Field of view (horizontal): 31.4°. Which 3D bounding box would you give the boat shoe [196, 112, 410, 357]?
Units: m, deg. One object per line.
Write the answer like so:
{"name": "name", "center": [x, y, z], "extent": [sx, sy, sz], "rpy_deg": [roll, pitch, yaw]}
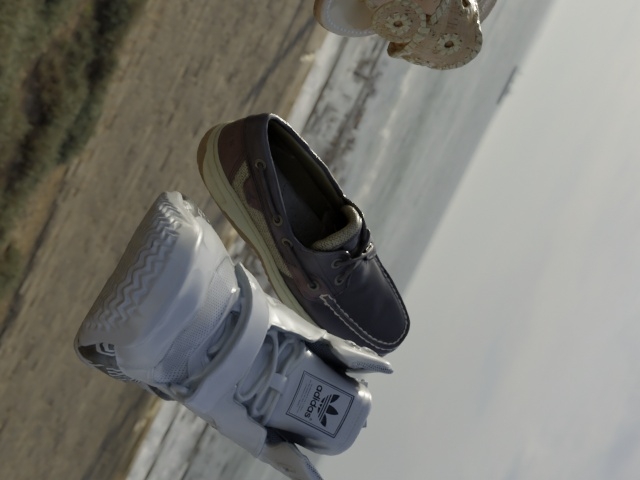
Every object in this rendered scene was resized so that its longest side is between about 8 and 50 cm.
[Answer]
{"name": "boat shoe", "center": [0.000, 0.000, 1.069], "extent": [0.092, 0.285, 0.103], "rpy_deg": [-17, -154, 49]}

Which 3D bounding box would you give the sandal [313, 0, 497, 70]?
{"name": "sandal", "center": [0.092, -0.162, 0.823], "extent": [0.088, 0.079, 0.240], "rpy_deg": [-54, 161, 25]}

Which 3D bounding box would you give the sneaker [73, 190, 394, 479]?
{"name": "sneaker", "center": [-0.052, 0.084, 0.860], "extent": [0.137, 0.210, 0.366], "rpy_deg": [-61, 177, -12]}

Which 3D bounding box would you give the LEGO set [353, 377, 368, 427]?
{"name": "LEGO set", "center": [-0.013, 0.174, 1.344], "extent": [0.227, 0.087, 0.093], "rpy_deg": [145, -48, -71]}
